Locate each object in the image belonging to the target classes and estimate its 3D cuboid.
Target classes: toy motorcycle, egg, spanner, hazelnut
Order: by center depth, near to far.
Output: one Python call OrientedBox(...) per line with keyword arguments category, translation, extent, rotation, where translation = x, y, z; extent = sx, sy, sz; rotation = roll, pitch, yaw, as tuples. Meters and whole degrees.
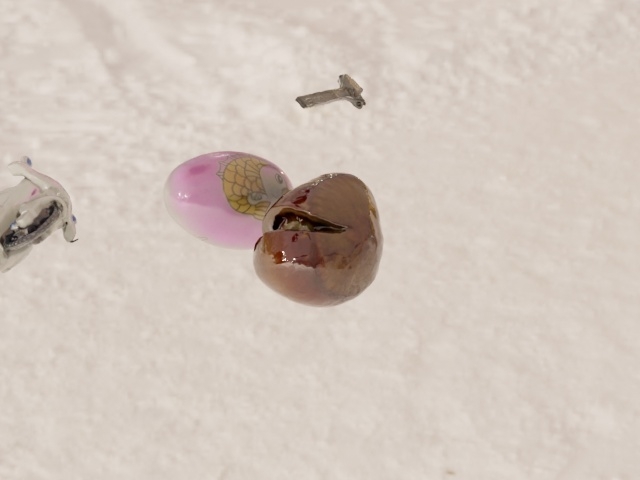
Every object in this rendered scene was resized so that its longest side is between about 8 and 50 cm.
OrientedBox(category="toy motorcycle", translation=(-0.337, -0.003, 1.066), extent=(0.221, 0.102, 0.150), rotation=(-24, 25, 21))
OrientedBox(category="hazelnut", translation=(0.000, 0.000, 1.801), extent=(0.217, 0.217, 0.251), rotation=(13, 58, 23))
OrientedBox(category="egg", translation=(-0.174, -0.075, 2.021), extent=(0.271, 0.196, 0.196), rotation=(-8, 25, -33))
OrientedBox(category="spanner", translation=(0.026, -0.309, 2.217), extent=(0.093, 0.026, 0.325), rotation=(50, 26, 7))
